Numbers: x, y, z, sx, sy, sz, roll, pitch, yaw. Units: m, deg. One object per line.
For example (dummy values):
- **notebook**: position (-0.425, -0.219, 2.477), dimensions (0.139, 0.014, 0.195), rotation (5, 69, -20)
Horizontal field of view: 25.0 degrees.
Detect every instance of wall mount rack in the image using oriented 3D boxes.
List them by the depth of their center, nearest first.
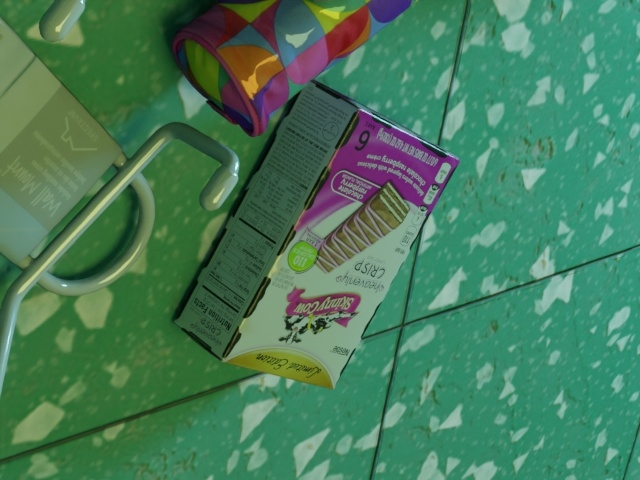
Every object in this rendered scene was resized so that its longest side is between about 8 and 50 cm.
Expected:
- **wall mount rack**: position (-0.217, -0.009, 0.935), dimensions (0.304, 0.130, 0.350), rotation (-49, 140, -8)

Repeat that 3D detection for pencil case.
- **pencil case**: position (0.004, -0.177, 1.074), dimensions (0.236, 0.104, 0.104), rotation (-38, 138, -19)

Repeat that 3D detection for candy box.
- **candy box**: position (0.000, 0.000, 1.211), dimensions (0.159, 0.071, 0.233), rotation (20, 101, -51)

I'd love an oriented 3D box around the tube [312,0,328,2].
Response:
- **tube**: position (-0.004, -0.269, 0.990), dimensions (0.080, 0.052, 0.207), rotation (-18, 96, -43)
